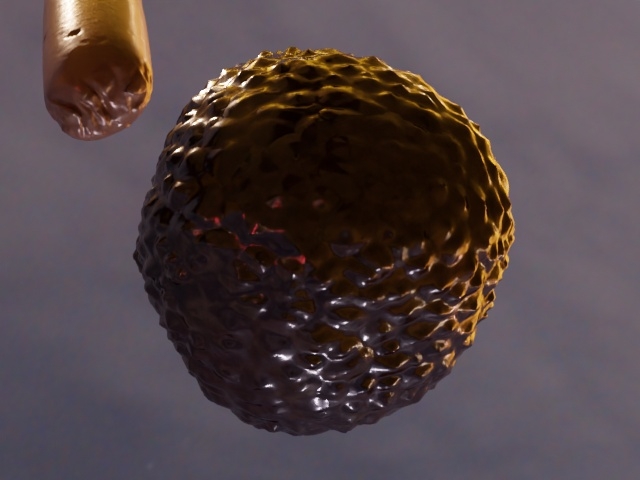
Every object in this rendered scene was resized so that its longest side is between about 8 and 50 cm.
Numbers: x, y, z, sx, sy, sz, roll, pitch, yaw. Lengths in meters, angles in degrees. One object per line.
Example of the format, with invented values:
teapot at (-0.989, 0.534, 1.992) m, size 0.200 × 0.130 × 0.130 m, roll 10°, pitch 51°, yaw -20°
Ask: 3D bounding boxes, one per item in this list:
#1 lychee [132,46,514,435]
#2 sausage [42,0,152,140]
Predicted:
lychee at (0.000, 0.000, 1.114) m, size 0.261 × 0.260 × 0.260 m, roll 27°, pitch -148°, yaw -18°
sausage at (-0.182, -0.163, 1.395) m, size 0.086 × 0.086 × 0.289 m, roll 26°, pitch -160°, yaw -19°
